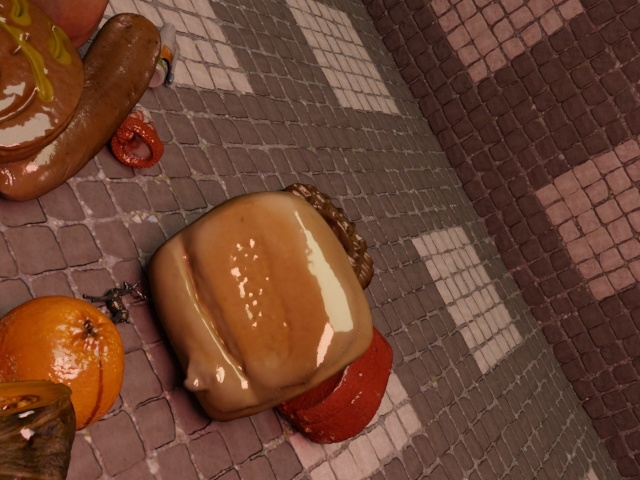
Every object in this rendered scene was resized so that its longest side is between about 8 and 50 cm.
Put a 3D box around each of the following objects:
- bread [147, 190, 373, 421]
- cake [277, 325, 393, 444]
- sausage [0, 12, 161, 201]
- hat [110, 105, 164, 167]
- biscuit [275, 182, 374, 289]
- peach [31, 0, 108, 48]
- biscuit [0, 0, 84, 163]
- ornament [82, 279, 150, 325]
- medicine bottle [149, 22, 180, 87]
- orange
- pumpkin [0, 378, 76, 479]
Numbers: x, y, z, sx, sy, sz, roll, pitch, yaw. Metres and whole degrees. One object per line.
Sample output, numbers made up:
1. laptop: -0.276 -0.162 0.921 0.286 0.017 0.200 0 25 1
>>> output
1. bread: -0.108 0.103 1.258 0.376 0.348 0.253 61 -2 10
2. cake: 0.030 0.261 1.396 0.151 0.177 0.283 49 41 -27
3. sausage: -0.414 -0.239 1.231 0.136 0.123 0.501 71 30 -44
4. hat: -0.365 -0.224 1.386 0.112 0.094 0.162 54 21 -36
5. biscuit: 0.000 0.000 1.680 0.332 0.103 0.332 39 28 -25
6. peach: -0.493 -0.475 1.227 0.247 0.292 0.292 -24 83 -43
7. biscuit: -0.521 -0.265 0.930 0.394 0.070 0.350 29 48 -20
8. ornament: -0.337 0.108 1.176 0.125 0.028 0.073 -16 76 -58
9. medicine bottle: -0.365 -0.426 1.612 0.220 0.061 0.092 -87 160 -46
10. orange: -0.360 0.168 0.949 0.193 0.161 0.193 31 43 -34
11. pumpkin: -0.426 0.284 0.729 0.325 0.242 0.232 -3 95 -45
